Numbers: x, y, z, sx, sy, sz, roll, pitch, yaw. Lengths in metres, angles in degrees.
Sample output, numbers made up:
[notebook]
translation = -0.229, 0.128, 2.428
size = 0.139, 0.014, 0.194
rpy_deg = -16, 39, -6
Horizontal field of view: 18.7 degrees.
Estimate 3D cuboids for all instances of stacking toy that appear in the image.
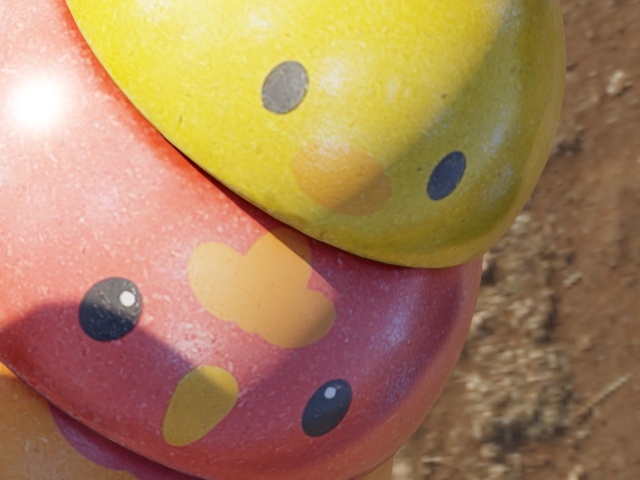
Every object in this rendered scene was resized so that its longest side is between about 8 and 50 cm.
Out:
[stacking toy]
translation = -0.028, -0.058, 0.757
size = 0.350, 0.480, 0.351
rpy_deg = 26, 33, -19
